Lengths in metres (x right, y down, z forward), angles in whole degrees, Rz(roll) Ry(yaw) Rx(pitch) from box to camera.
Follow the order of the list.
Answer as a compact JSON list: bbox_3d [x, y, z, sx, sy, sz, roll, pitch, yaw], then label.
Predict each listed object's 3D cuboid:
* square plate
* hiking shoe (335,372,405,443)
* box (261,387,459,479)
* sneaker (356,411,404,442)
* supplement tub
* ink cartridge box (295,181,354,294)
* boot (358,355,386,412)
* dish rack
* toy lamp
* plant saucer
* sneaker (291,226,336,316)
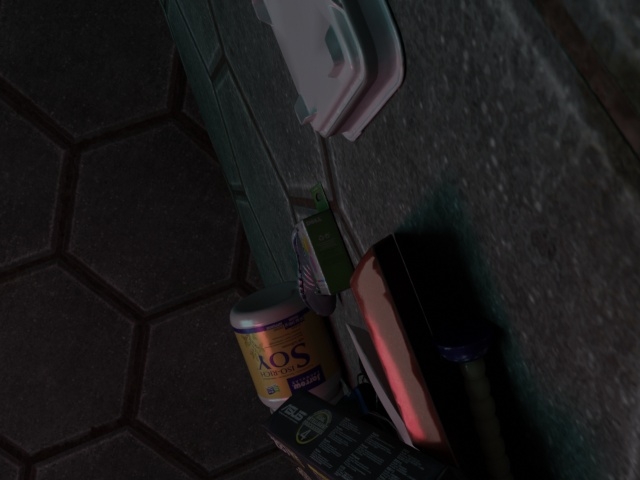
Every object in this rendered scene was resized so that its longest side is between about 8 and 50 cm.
[{"bbox_3d":[0.170,0.326,1.056,0.344,0.049,0.347,56,173,51],"label":"square plate"},{"bbox_3d":[0.138,0.400,1.323,0.304,0.132,0.113,48,171,-20],"label":"hiking shoe"},{"bbox_3d":[0.106,0.374,0.910,0.318,0.097,0.395,52,161,-16],"label":"box"},{"bbox_3d":[0.118,0.341,1.077,0.178,0.072,0.077,49,166,10],"label":"sneaker"},{"bbox_3d":[-0.082,0.299,1.851,0.241,0.240,0.332,-153,42,-74],"label":"supplement tub"},{"bbox_3d":[0.000,0.000,1.354,0.109,0.062,0.209,159,91,-80],"label":"ink cartridge box"},{"bbox_3d":[0.113,0.291,1.402,0.099,0.045,0.121,-139,35,-66],"label":"boot"},{"bbox_3d":[-0.011,-0.277,0.872,0.333,0.072,0.286,148,101,-78],"label":"dish rack"},{"bbox_3d":[0.197,0.228,0.792,0.080,0.080,0.275,-145,36,-71],"label":"toy lamp"},{"bbox_3d":[0.106,0.125,0.871,0.258,0.047,0.259,-19,-92,-79],"label":"plant saucer"},{"bbox_3d":[-0.006,0.074,1.485,0.098,0.083,0.224,33,143,64],"label":"sneaker"}]
